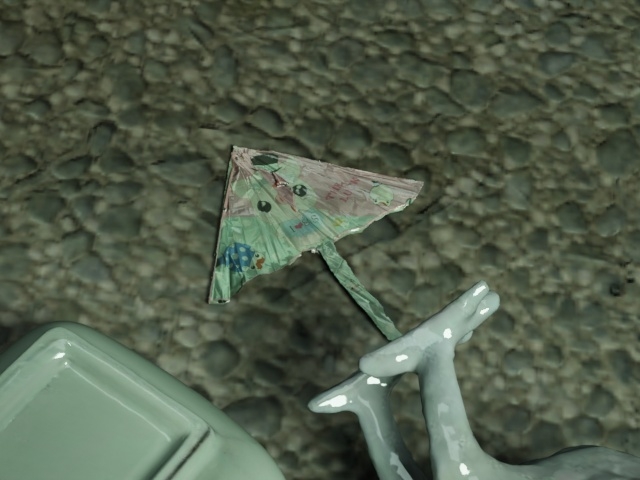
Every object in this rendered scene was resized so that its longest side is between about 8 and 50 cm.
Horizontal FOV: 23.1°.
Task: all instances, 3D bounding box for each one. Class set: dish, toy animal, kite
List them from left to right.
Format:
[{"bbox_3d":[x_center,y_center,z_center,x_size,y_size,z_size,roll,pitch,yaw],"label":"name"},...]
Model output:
[{"bbox_3d":[-0.123,0.122,0.650,0.151,0.077,0.212,33,56,16],"label":"dish"},{"bbox_3d":[0.000,0.000,0.800,0.139,0.011,0.156,-28,60,-22],"label":"kite"},{"bbox_3d":[0.064,0.127,0.658,0.367,0.081,0.206,-11,73,-17],"label":"toy animal"}]
